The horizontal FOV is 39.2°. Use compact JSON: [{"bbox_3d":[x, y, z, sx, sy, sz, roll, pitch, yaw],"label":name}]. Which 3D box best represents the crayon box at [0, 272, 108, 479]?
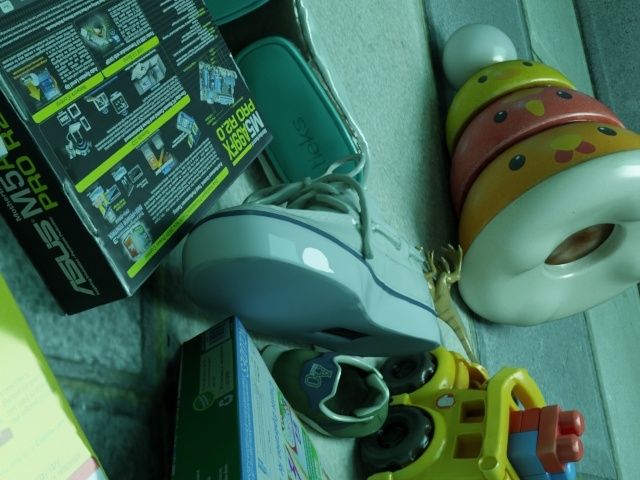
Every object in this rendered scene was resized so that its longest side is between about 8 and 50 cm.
[{"bbox_3d":[-0.204,0.119,0.411,0.319,0.081,0.202,67,28,-12],"label":"crayon box"}]

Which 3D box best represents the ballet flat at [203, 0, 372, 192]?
[{"bbox_3d":[-0.065,-0.212,0.831,0.400,0.139,0.139,64,28,-25],"label":"ballet flat"}]

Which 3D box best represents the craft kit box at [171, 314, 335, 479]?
[{"bbox_3d":[-0.019,0.210,0.625,0.247,0.061,0.250,59,6,-20],"label":"craft kit box"}]

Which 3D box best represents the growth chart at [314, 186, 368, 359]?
[{"bbox_3d":[0.030,0.037,0.952,0.172,0.021,0.237,66,30,-14],"label":"growth chart"}]

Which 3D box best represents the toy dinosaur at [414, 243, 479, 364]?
[{"bbox_3d":[0.148,0.071,1.127,0.211,0.064,0.112,47,54,-25],"label":"toy dinosaur"}]

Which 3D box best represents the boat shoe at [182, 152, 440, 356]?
[{"bbox_3d":[0.008,-0.001,0.773,0.367,0.135,0.157,26,56,-56],"label":"boat shoe"}]

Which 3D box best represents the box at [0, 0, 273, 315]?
[{"bbox_3d":[-0.151,-0.108,0.661,0.216,0.060,0.270,63,30,-20],"label":"box"}]

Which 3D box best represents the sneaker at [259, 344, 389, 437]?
[{"bbox_3d":[0.028,0.143,0.803,0.192,0.086,0.064,34,65,-49],"label":"sneaker"}]

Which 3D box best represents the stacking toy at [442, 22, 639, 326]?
[{"bbox_3d":[0.291,-0.146,1.331,0.350,0.350,0.480,33,28,-51],"label":"stacking toy"}]

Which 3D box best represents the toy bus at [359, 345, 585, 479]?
[{"bbox_3d":[0.167,0.196,0.912,0.149,0.211,0.220,56,30,-26],"label":"toy bus"}]

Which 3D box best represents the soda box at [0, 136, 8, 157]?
[{"bbox_3d":[-0.246,-0.115,0.490,0.063,0.058,0.183,-38,109,-61],"label":"soda box"}]
